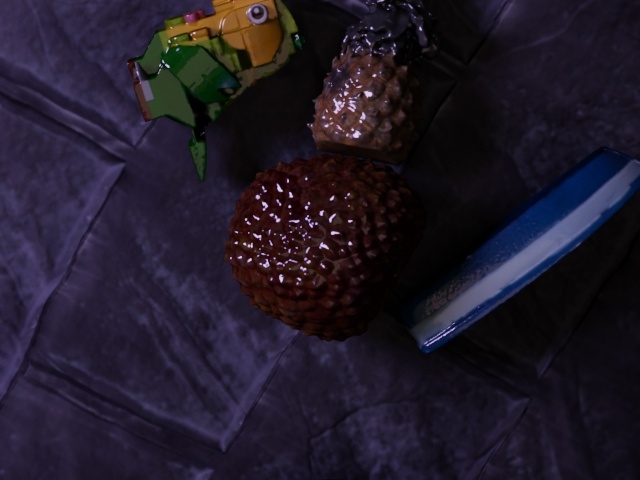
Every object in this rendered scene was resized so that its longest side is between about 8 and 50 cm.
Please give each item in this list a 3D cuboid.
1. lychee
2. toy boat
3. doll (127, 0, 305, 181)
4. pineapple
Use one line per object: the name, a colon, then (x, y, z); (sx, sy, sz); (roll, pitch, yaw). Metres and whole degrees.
lychee: (0.000, 0.000, 1.112); (0.188, 0.188, 0.188); (0, 100, -1)
toy boat: (0.207, 0.004, 1.155); (0.299, 0.096, 0.061); (-38, 90, 3)
doll: (-0.102, -0.170, 1.109); (0.134, 0.106, 0.186); (43, 96, -14)
pineapple: (0.059, -0.198, 1.113); (0.119, 0.111, 0.237); (12, 91, -35)
